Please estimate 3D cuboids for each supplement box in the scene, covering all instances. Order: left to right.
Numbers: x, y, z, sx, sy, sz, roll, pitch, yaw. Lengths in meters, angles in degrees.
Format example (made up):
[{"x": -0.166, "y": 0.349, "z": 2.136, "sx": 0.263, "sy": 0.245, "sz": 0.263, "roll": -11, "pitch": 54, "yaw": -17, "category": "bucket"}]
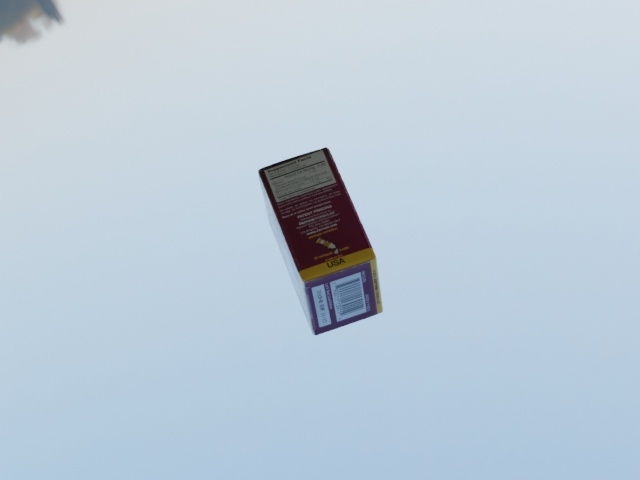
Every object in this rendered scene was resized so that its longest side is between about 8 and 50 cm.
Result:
[{"x": 0.000, "y": 0.000, "z": 0.773, "sx": 0.043, "sy": 0.055, "sz": 0.083, "roll": -18, "pitch": -127, "yaw": -5, "category": "supplement box"}]
